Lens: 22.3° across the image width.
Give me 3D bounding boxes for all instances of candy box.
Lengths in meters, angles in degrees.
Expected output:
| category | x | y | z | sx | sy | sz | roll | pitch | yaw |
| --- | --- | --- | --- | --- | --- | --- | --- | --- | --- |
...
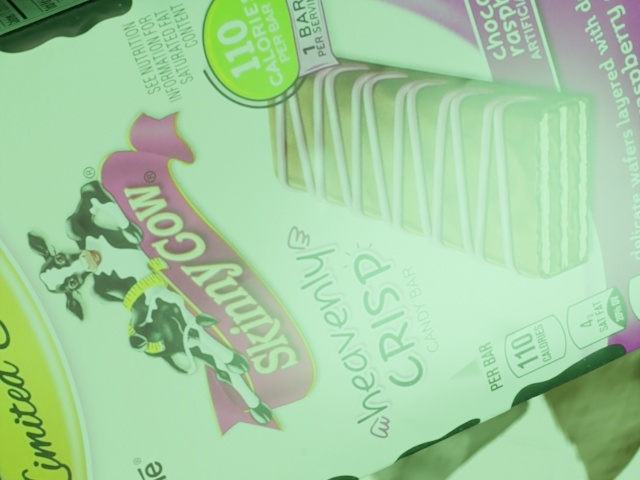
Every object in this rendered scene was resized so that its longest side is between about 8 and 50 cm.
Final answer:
| category | x | y | z | sx | sy | sz | roll | pitch | yaw |
| --- | --- | --- | --- | --- | --- | --- | --- | --- | --- |
| candy box | -0.001 | -0.018 | 0.469 | 0.233 | 0.071 | 0.159 | -24 | 110 | -10 |
